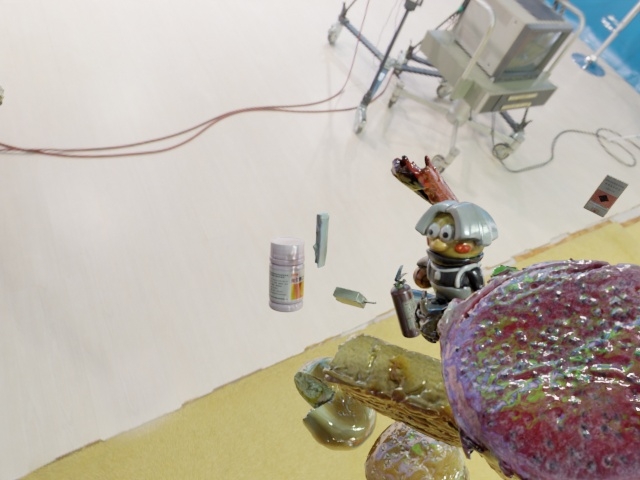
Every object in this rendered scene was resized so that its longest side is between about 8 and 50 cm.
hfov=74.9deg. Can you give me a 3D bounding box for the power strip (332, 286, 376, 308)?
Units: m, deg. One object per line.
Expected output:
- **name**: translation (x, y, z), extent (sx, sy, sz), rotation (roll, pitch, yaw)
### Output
- **power strip**: translation (0.126, 0.211, 1.513), extent (0.175, 0.075, 0.042), rotation (9, 65, 38)

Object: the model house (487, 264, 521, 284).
- **model house**: translation (0.665, 0.325, 1.327), extent (0.300, 0.324, 0.340), rotation (15, 57, 35)

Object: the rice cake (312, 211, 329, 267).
- **rice cake**: translation (0.000, 0.000, 1.242), extent (0.042, 0.180, 0.030), rotation (-16, 35, -30)

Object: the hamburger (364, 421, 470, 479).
- **hamburger**: translation (0.258, 0.614, 1.124), extent (0.259, 0.283, 0.145), rotation (-39, 117, -26)

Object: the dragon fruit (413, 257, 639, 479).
- **dragon fruit**: translation (0.212, 0.122, 0.354), extent (0.147, 0.282, 0.211), rotation (48, 71, -26)

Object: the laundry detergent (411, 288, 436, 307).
- **laundry detergent**: translation (0.392, 0.232, 1.502), extent (0.206, 0.097, 0.061), rotation (11, 23, -11)

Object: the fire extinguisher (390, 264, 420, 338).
- **fire extinguisher**: translation (0.277, 0.195, 1.354), extent (0.099, 0.071, 0.231), rotation (-35, 114, -43)

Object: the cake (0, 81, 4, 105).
- **cake**: translation (-0.361, -0.186, 0.321), extent (0.086, 0.220, 0.117), rotation (-29, 78, -3)

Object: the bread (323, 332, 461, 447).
- **bread**: translation (0.162, 0.266, 0.737), extent (0.274, 0.185, 0.114), rotation (12, 65, 28)

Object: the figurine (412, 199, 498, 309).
- **figurine**: translation (0.267, 0.035, 0.859), extent (0.132, 0.237, 0.176), rotation (-10, 17, -37)

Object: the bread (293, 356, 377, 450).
- **bread**: translation (0.050, 0.572, 1.468), extent (0.332, 0.160, 0.333), rotation (21, 35, -15)

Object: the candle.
- **candle**: translation (0.272, -0.108, 0.987), extent (0.301, 0.084, 0.059), rotation (36, 48, -38)

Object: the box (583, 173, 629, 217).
- **box**: translation (0.609, -0.095, 0.893), extent (0.046, 0.083, 0.012), rotation (34, 34, 21)

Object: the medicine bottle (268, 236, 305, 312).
- **medicine bottle**: translation (-0.122, 0.121, 1.509), extent (0.133, 0.250, 0.133), rotation (2, 13, 0)
